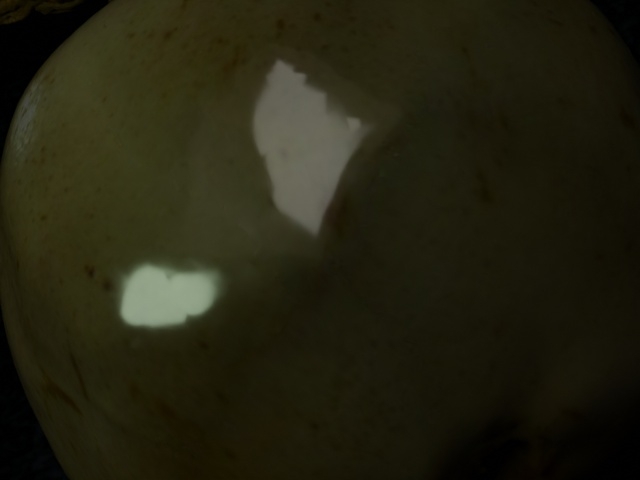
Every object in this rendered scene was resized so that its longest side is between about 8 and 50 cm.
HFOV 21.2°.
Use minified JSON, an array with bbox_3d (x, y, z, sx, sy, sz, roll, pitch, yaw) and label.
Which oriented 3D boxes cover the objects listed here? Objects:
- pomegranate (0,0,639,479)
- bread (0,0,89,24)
[{"bbox_3d":[0.000,0.000,0.726,0.319,0.319,0.319,-12,50,15],"label":"pomegranate"},{"bbox_3d":[-0.206,-0.232,1.089,0.149,0.158,0.143,0,54,17],"label":"bread"}]
